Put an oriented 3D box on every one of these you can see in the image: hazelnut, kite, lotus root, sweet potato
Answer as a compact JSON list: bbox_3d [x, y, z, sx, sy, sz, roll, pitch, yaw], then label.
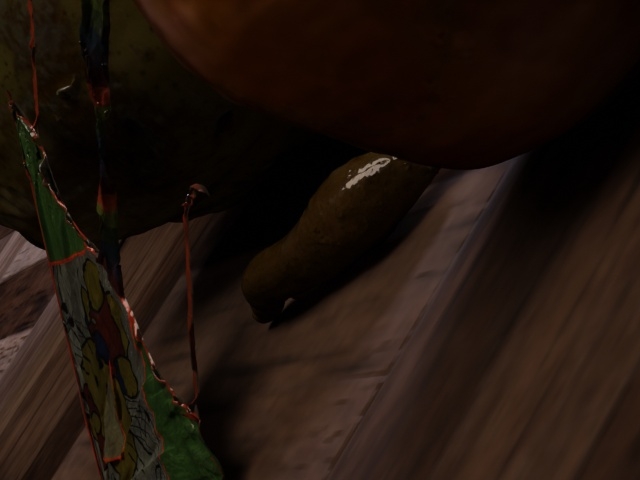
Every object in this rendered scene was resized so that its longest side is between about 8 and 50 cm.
[{"bbox_3d":[0.028,-0.095,0.449,0.150,0.150,0.150,-51,13,16],"label":"hazelnut"},{"bbox_3d":[-0.063,-0.005,0.574,0.198,0.006,0.244,-128,32,-46],"label":"kite"},{"bbox_3d":[-0.049,-0.086,0.690,0.278,0.154,0.154,-29,28,55],"label":"lotus root"},{"bbox_3d":[0.000,0.000,0.572,0.115,0.026,0.026,-39,20,51],"label":"sweet potato"}]

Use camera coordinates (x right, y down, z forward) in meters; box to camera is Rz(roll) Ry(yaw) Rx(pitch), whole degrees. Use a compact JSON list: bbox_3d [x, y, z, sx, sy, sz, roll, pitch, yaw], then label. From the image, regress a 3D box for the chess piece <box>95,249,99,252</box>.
[{"bbox_3d":[-0.102,-0.033,1.023,0.093,0.042,0.042,-63,13,-7],"label":"chess piece"}]
